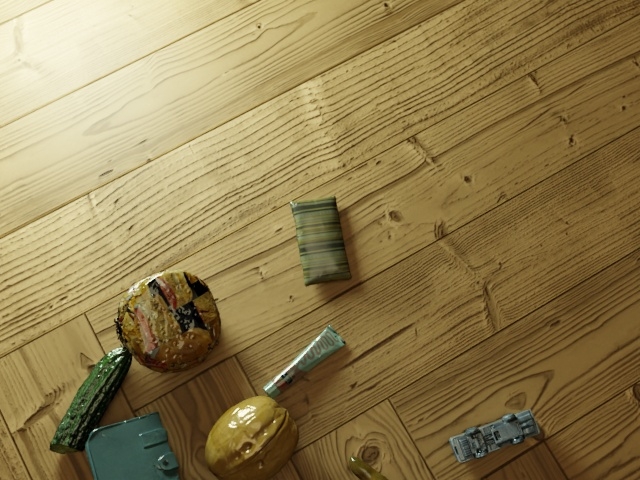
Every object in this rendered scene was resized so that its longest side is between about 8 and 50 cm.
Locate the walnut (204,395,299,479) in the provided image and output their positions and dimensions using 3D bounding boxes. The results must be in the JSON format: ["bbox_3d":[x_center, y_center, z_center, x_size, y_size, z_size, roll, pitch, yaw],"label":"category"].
[{"bbox_3d":[-0.144,0.418,1.544,0.197,0.165,0.165,-35,79,-17],"label":"walnut"}]

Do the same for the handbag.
[{"bbox_3d":[-0.370,0.478,1.531,0.179,0.062,0.229,-12,64,-26],"label":"handbag"}]

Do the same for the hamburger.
[{"bbox_3d":[-0.328,0.175,1.612,0.231,0.107,0.231,5,76,-21],"label":"hamburger"}]

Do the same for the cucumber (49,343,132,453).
[{"bbox_3d":[-0.489,0.339,1.599,0.077,0.077,0.265,25,75,5],"label":"cucumber"}]

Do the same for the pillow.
[{"bbox_3d":[0.000,0.000,1.714,0.113,0.038,0.203,-8,77,-7],"label":"pillow"}]

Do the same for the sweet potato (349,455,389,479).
[{"bbox_3d":[0.126,0.527,1.577,0.053,0.054,0.182,-33,77,-18],"label":"sweet potato"}]

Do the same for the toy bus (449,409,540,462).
[{"bbox_3d":[0.369,0.417,1.599,0.190,0.075,0.064,-18,79,-7],"label":"toy bus"}]

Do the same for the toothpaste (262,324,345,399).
[{"bbox_3d":[-0.038,0.272,1.647,0.205,0.036,0.056,-39,78,-14],"label":"toothpaste"}]
